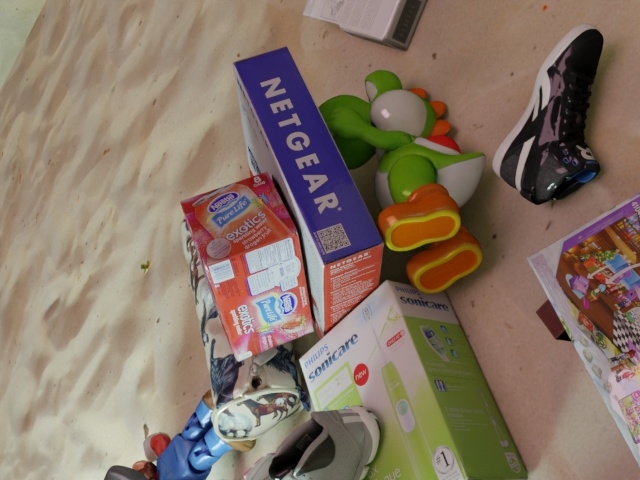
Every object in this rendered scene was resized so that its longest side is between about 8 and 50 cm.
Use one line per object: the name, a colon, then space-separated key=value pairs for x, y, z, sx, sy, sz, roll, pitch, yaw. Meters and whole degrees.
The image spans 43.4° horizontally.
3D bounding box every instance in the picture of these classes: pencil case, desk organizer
pencil case: x=-0.133 y=0.113 z=1.347 sx=0.183 sy=0.160 sz=0.410 roll=118 pitch=144 yaw=-51
desk organizer: x=0.308 y=0.114 z=0.918 sx=0.050 sy=0.047 sz=0.130 roll=-54 pitch=44 yaw=28

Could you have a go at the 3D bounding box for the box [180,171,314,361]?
box: x=-0.097 y=0.043 z=1.130 sx=0.256 sy=0.128 sz=0.122 roll=82 pitch=165 yaw=-53

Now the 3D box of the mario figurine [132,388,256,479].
mario figurine: x=-0.236 y=0.410 z=1.453 sx=0.320 sy=0.170 sz=0.198 roll=-46 pitch=11 yaw=18

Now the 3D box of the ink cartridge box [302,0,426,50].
ink cartridge box: x=0.101 y=-0.470 z=1.322 sx=0.239 sy=0.060 sz=0.275 roll=35 pitch=107 yaw=50

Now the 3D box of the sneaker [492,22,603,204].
sneaker: x=0.308 y=-0.141 z=0.975 sx=0.121 sy=0.079 sz=0.216 roll=50 pitch=125 yaw=41

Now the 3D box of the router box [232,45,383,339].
router box: x=-0.020 y=-0.052 z=1.151 sx=0.301 sy=0.082 sz=0.335 roll=88 pitch=160 yaw=-62

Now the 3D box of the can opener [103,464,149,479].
can opener: x=-0.252 y=0.477 z=1.333 sx=0.280 sy=0.074 sz=0.093 roll=28 pitch=102 yaw=7

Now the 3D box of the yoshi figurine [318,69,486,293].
yoshi figurine: x=0.084 y=-0.098 z=1.131 sx=0.362 sy=0.203 sz=0.203 roll=-104 pitch=33 yaw=-44

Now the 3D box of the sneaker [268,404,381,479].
sneaker: x=-0.015 y=0.310 z=0.989 sx=0.086 sy=0.132 sz=0.228 roll=15 pitch=93 yaw=53

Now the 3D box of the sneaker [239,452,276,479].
sneaker: x=-0.087 y=0.462 z=1.254 sx=0.111 sy=0.103 sz=0.252 roll=11 pitch=76 yaw=23

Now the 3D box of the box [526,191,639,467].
box: x=0.364 y=0.089 z=0.808 sx=0.201 sy=0.057 sz=0.293 roll=-33 pitch=54 yaw=19

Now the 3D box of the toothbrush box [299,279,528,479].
toothbrush box: x=0.110 y=0.229 z=1.061 sx=0.206 sy=0.122 sz=0.283 roll=-45 pitch=47 yaw=33
